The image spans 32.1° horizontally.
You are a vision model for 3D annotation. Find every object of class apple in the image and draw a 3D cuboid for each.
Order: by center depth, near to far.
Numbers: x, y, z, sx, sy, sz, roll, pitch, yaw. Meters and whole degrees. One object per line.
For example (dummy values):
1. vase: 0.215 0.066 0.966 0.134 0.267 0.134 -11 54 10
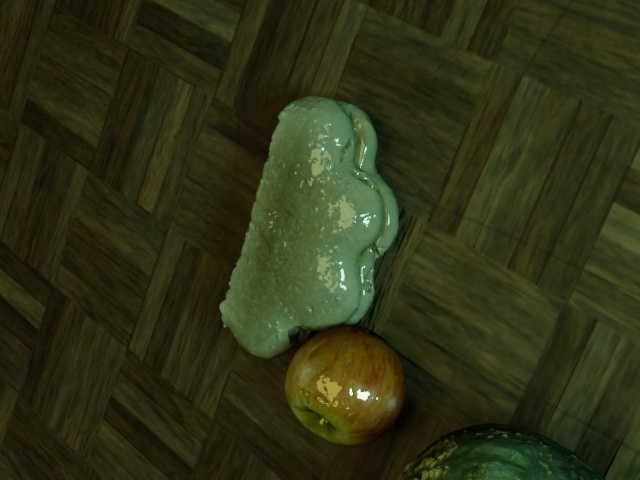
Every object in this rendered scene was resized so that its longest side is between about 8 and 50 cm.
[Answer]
1. apple: 0.033 0.166 1.298 0.146 0.146 0.146 -1 89 40

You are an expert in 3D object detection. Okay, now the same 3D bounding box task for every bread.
1. bread: -0.005 -0.001 1.352 0.183 0.102 0.337 29 108 36

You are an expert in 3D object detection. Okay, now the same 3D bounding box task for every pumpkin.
1. pumpkin: 0.163 0.349 1.089 0.257 0.291 0.328 15 110 23
